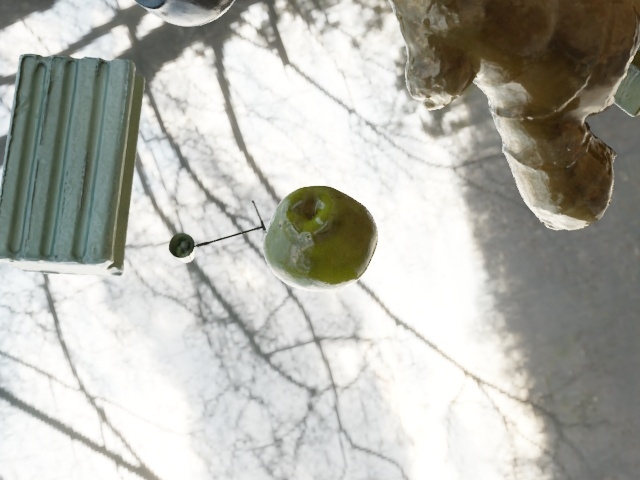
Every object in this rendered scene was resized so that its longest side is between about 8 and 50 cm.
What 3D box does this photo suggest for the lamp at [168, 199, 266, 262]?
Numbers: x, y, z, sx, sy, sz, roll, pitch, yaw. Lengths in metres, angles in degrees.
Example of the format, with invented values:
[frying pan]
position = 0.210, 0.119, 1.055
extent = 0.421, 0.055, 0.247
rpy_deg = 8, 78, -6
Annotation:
[lamp]
position = -0.125, -0.002, 1.309
extent = 0.054, 0.121, 0.041
rpy_deg = 90, 158, -72

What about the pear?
[pear]
position = 0.001, 0.001, 1.812
extent = 0.198, 0.198, 0.198
rpy_deg = -17, -90, -72

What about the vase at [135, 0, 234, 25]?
[vase]
position = -0.093, -0.265, 0.972
extent = 0.183, 0.120, 0.120
rpy_deg = -29, -76, -41

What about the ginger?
[ginger]
position = 0.109, -0.138, 0.674
extent = 0.334, 0.148, 0.081
rpy_deg = 38, -156, -25

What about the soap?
[soap]
position = -0.232, -0.069, 0.994
extent = 0.063, 0.115, 0.198
rpy_deg = 70, -155, -78

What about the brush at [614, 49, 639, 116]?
[brush]
position = 0.382, -0.148, 1.028
extent = 0.233, 0.047, 0.103
rpy_deg = -16, -129, -37
